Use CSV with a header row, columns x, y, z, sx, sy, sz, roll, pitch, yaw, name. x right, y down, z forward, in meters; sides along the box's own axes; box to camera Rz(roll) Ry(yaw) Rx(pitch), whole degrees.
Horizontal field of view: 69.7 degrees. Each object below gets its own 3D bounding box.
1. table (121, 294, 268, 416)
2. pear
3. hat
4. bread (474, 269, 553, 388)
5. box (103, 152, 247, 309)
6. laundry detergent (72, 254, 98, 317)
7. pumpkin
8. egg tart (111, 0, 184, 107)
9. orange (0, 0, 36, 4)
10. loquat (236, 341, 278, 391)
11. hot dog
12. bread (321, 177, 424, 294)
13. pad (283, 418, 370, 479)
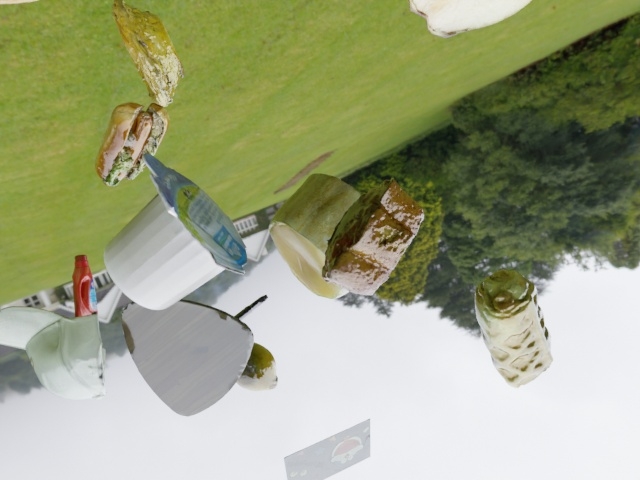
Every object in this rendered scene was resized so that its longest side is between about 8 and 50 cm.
x,y,z,sx,sy,sz,roll,pitch,yaw,name
-0.312,0.214,1.181,0.317,0.317,0.249,-18,-166,12,table
0.373,-0.697,1.081,0.386,0.191,0.340,-28,144,31,pear
-0.640,0.271,1.079,0.302,0.168,0.258,15,144,-11,hat
0.408,0.180,0.978,0.130,0.267,0.152,-5,-140,37,bread
-0.317,0.001,0.928,0.206,0.291,0.262,-39,-158,8,box
-0.608,0.118,1.176,0.049,0.165,0.097,-8,177,-12,laundry detergent
0.000,0.000,1.273,0.199,0.332,0.332,-35,-164,-30,pumpkin
-0.457,-0.512,1.253,0.123,0.294,0.294,-27,-169,-12,egg tart
-0.678,-0.597,0.975,0.310,0.274,0.274,-40,179,29,orange
-0.226,0.435,1.573,0.152,0.195,0.152,-42,159,-21,loquat
-0.482,-0.226,1.162,0.135,0.100,0.337,-16,168,-43,hot dog
0.095,-0.002,0.914,0.246,0.135,0.232,-55,180,4,bread
0.026,0.569,1.204,0.246,0.170,0.006,-16,-146,-20,pad
